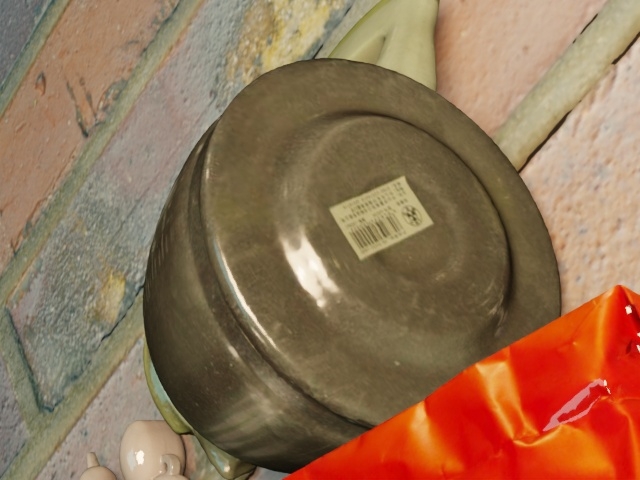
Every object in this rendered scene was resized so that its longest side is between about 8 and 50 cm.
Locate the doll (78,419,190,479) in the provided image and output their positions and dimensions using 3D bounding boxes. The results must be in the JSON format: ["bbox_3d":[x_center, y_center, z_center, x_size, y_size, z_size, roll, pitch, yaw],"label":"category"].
[{"bbox_3d":[-0.155,0.225,1.008,0.161,0.059,0.160,12,92,49],"label":"doll"}]

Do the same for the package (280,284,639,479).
[{"bbox_3d":[0.067,0.179,0.638,0.423,0.196,0.123,-33,43,29],"label":"package"}]

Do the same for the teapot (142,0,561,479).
[{"bbox_3d":[-0.018,0.004,0.782,0.239,0.239,0.322,-40,58,48],"label":"teapot"}]
